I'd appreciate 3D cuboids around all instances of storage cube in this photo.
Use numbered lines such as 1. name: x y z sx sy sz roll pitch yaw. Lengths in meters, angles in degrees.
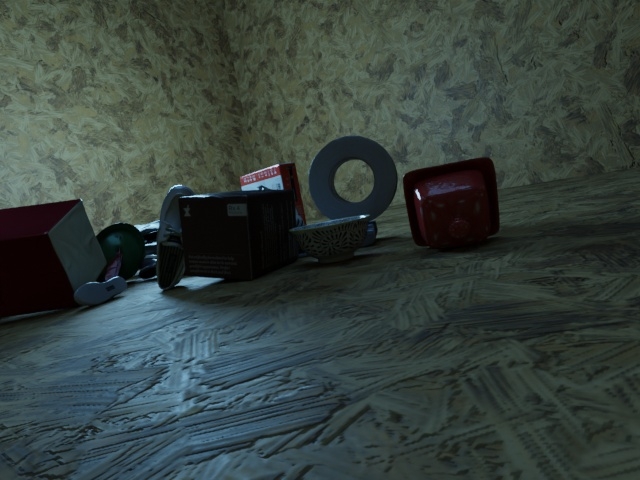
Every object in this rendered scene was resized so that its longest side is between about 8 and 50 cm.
1. storage cube: -0.619 0.033 0.970 0.193 0.183 0.215 -8 27 -2

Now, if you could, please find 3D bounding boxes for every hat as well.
1. hat: -0.554 0.028 1.533 0.332 0.133 0.331 -7 24 3
2. hat: -0.504 0.067 1.184 0.184 0.208 0.173 15 -26 32

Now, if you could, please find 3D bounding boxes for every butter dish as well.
1. butter dish: 0.232 -0.044 0.766 0.160 0.160 0.118 -9 29 13

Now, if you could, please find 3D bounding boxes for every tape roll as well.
1. tape roll: 0.082 -0.150 1.112 0.219 0.219 0.072 -10 6 13

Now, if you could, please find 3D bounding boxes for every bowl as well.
1. bowl: 0.026 0.001 0.908 0.170 0.080 0.170 -11 4 1

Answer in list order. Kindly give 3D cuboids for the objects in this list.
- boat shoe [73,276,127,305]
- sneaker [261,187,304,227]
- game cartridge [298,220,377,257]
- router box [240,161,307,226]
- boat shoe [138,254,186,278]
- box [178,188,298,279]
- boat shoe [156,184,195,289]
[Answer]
1. boat shoe: -0.469 0.112 0.938 0.040 0.049 0.142 -29 -1 15
2. sneaker: -0.180 -0.060 1.304 0.282 0.162 0.106 -22 -19 24
3. game cartridge: 0.000 0.000 1.143 0.295 0.060 0.196 -10 9 10
4. router box: -0.205 -0.155 1.903 0.082 0.300 0.336 -14 6 -38
5. boat shoe: -0.412 0.079 1.198 0.206 0.075 0.064 -1 52 31
6. box: -0.168 -0.021 0.956 0.169 0.166 0.203 2 10 24
7. boat shoe: -0.304 -0.002 0.942 0.083 0.226 0.076 5 12 -13
